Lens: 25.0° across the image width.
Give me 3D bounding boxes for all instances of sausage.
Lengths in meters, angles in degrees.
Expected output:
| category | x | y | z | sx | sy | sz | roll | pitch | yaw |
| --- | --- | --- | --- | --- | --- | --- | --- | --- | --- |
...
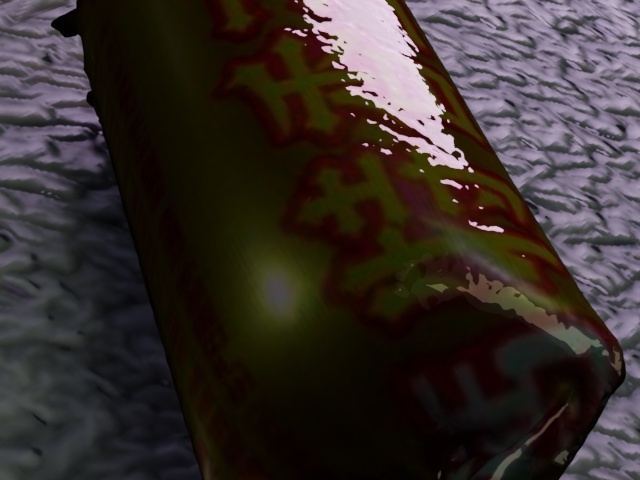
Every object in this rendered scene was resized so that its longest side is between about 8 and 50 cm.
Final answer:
| category | x | y | z | sx | sy | sz | roll | pitch | yaw |
| --- | --- | --- | --- | --- | --- | --- | --- | --- | --- |
| sausage | -0.002 | 0.000 | 0.435 | 0.125 | 0.117 | 0.317 | -18 | 39 | -3 |
